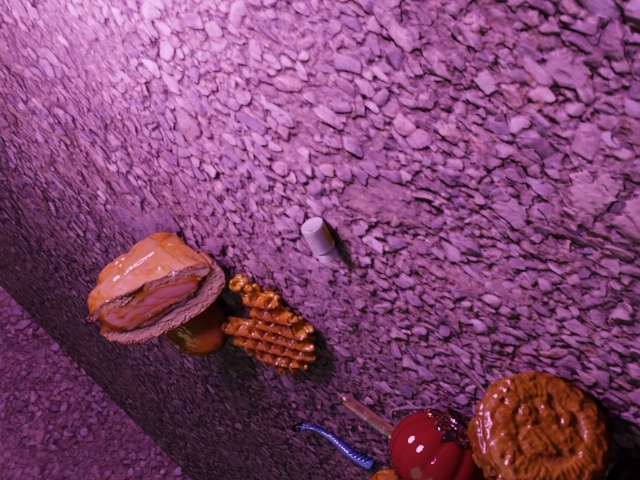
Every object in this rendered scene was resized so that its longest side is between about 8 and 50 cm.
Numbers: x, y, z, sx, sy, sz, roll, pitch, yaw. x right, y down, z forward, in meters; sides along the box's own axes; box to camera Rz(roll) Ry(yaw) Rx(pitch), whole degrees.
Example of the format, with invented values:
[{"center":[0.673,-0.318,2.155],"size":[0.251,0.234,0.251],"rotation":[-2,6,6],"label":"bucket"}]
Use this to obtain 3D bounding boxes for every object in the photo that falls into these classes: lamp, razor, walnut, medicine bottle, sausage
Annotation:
[{"center":[0.247,0.459,1.725],"size":[0.227,0.227,0.227],"rotation":[30,149,20],"label":"lamp"},{"center":[0.037,0.559,2.287],"size":[0.253,0.042,0.082],"rotation":[26,-170,24],"label":"razor"},{"center":[-0.328,0.211,2.142],"size":[0.207,0.159,0.159],"rotation":[31,149,13],"label":"walnut"},{"center":[0.000,0.000,1.571],"size":[0.047,0.047,0.083],"rotation":[8,138,45],"label":"medicine bottle"},{"center":[0.150,0.453,2.018],"size":[0.269,0.033,0.033],"rotation":[35,150,12],"label":"sausage"}]

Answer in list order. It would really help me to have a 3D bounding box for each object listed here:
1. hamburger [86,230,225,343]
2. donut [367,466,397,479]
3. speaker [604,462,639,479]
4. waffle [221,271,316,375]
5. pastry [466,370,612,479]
[{"center":[-0.387,0.092,1.990],"size":[0.162,0.330,0.209],"rotation":[56,-170,-38],"label":"hamburger"},{"center":[0.171,0.739,2.126],"size":[0.160,0.330,0.330],"rotation":[24,148,49],"label":"donut"},{"center":[0.597,0.440,1.340],"size":[0.388,0.180,0.184],"rotation":[-5,120,51],"label":"speaker"},{"center":[-0.116,0.210,1.978],"size":[0.260,0.069,0.293],"rotation":[34,148,8],"label":"waffle"},{"center":[0.371,0.344,1.408],"size":[0.240,0.235,0.132],"rotation":[20,141,15],"label":"pastry"}]
